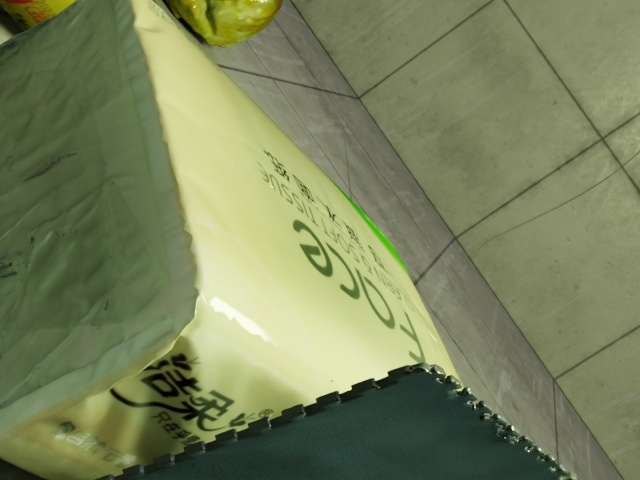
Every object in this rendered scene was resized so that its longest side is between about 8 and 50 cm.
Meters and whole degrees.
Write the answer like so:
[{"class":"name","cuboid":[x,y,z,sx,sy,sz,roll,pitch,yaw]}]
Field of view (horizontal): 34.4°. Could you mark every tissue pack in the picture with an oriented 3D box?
[{"class":"tissue pack","cuboid":[-0.066,0.052,0.777,0.405,0.205,0.331,40,23,-46]}]

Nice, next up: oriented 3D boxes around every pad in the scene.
[{"class":"pad","cuboid":[0.005,0.161,0.630,0.270,0.269,0.012,43,32,-49]}]

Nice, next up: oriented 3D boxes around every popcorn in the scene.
[{"class":"popcorn","cuboid":[-0.157,-0.447,1.705,0.225,0.276,0.276,17,18,-3]}]

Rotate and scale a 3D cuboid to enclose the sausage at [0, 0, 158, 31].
[{"class":"sausage","cuboid":[-0.249,-0.253,1.004,0.123,0.123,0.347,63,5,32]}]
